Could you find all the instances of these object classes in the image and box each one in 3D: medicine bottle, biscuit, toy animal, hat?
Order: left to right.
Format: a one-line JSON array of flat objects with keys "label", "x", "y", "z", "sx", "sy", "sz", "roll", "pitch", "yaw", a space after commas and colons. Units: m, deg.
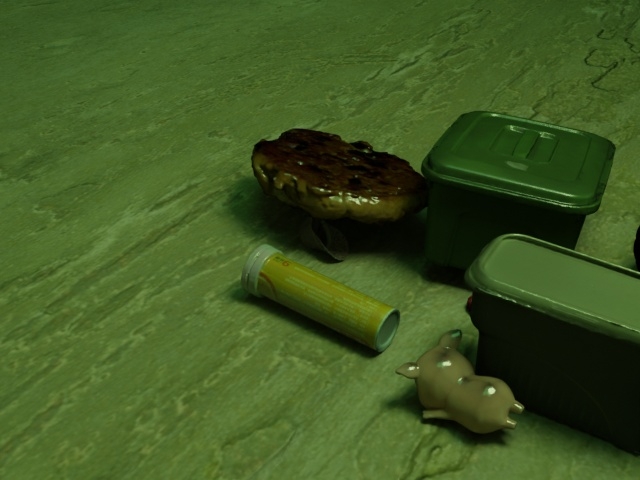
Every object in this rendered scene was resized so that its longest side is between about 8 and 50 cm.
[{"label": "medicine bottle", "x": -0.001, "y": 0.077, "z": 1.219, "sx": 0.218, "sy": 0.074, "sz": 0.074, "roll": 24, "pitch": 37, "yaw": 26}, {"label": "hat", "x": 0.001, "y": 0.003, "z": 1.373, "sx": 0.087, "sy": 0.042, "sz": 0.058, "roll": 48, "pitch": 37, "yaw": 3}, {"label": "biscuit", "x": 0.027, "y": -0.097, "z": 1.448, "sx": 0.289, "sy": 0.081, "sz": 0.334, "roll": 6, "pitch": 21, "yaw": -12}, {"label": "toy animal", "x": 0.170, "y": 0.174, "z": 1.073, "sx": 0.150, "sy": 0.089, "sz": 0.083, "roll": 31, "pitch": 37, "yaw": 22}]

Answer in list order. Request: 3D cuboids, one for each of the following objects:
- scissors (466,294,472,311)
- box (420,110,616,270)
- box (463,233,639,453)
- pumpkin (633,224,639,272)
[{"label": "scissors", "x": 0.339, "y": 0.100, "z": 1.274, "sx": 0.247, "sy": 0.017, "sz": 0.144, "roll": 19, "pitch": 36, "yaw": 19}, {"label": "box", "x": 0.290, "y": -0.066, "z": 1.364, "sx": 0.252, "sy": 0.178, "sz": 0.328, "roll": 17, "pitch": 26, "yaw": 16}, {"label": "box", "x": 0.300, "y": 0.122, "z": 1.078, "sx": 0.274, "sy": 0.178, "sz": 0.138, "roll": 20, "pitch": 35, "yaw": 24}, {"label": "pumpkin", "x": 0.551, "y": 0.020, "z": 1.297, "sx": 0.194, "sy": 0.150, "sz": 0.194, "roll": -7, "pitch": 30, "yaw": 4}]
